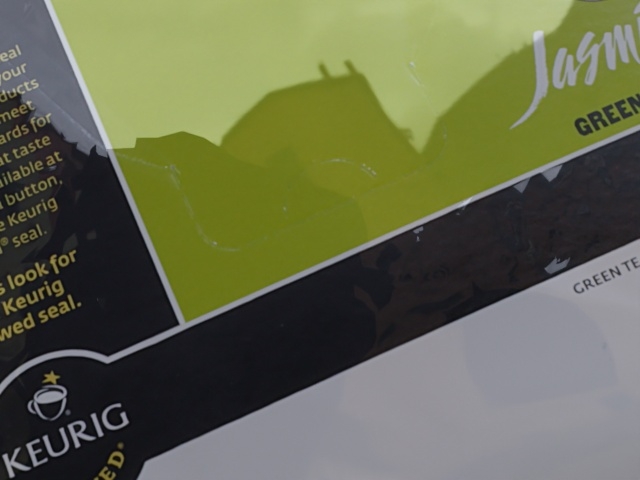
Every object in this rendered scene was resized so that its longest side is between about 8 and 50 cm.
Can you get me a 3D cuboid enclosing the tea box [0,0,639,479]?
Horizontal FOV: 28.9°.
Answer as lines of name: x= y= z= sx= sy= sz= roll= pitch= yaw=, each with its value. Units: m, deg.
tea box: x=0.000 y=0.000 z=0.521 sx=0.329 sy=0.323 sz=0.220 roll=-23 pitch=-19 yaw=-4
